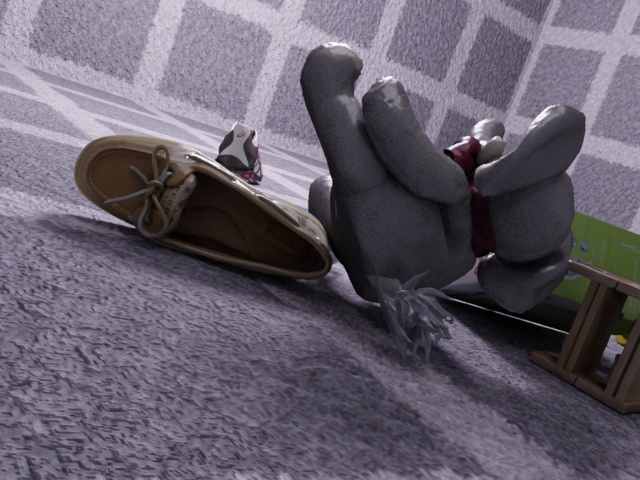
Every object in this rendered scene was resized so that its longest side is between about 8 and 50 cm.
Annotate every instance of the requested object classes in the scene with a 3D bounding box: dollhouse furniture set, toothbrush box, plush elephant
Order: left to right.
[{"bbox_3d":[0.143,-0.048,0.717,0.255,0.272,0.330,-16,49,-10],"label":"plush elephant"},{"bbox_3d":[0.317,0.043,0.946,0.283,0.122,0.206,19,-13,-18],"label":"toothbrush box"},{"bbox_3d":[0.365,0.114,0.805,0.183,0.129,0.129,10,13,-41],"label":"dollhouse furniture set"}]

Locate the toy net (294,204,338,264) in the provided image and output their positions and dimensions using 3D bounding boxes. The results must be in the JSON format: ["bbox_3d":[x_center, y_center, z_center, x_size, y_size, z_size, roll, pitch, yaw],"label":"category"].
[{"bbox_3d":[0.000,0.000,0.966,0.122,0.045,0.232,20,11,-15],"label":"toy net"}]

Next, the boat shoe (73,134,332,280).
[{"bbox_3d":[-0.118,-0.034,0.716,0.285,0.104,0.089,19,7,-12],"label":"boat shoe"}]

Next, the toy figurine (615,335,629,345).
[{"bbox_3d":[0.599,0.099,1.095,0.148,0.209,0.213,21,-5,-16],"label":"toy figurine"}]

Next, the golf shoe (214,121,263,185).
[{"bbox_3d":[-0.162,-0.187,1.453,0.105,0.120,0.273,17,8,-6],"label":"golf shoe"}]
